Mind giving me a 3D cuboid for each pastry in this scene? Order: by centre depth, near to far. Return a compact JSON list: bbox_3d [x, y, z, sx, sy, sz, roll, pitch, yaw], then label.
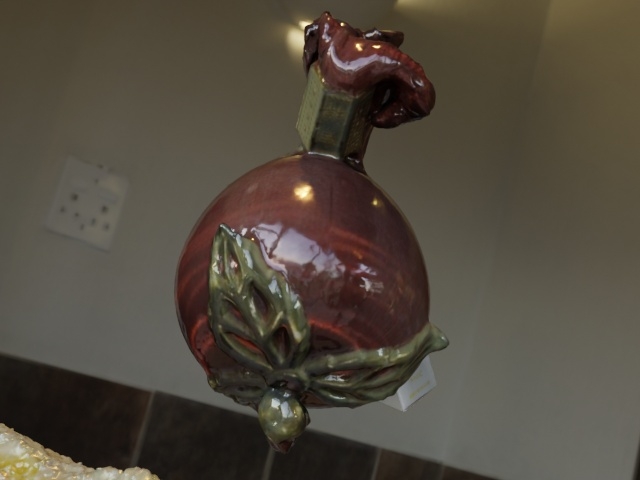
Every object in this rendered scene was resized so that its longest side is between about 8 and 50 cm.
[{"bbox_3d":[-0.230,0.222,0.784,0.258,0.122,0.089,9,-12,23],"label":"pastry"}]

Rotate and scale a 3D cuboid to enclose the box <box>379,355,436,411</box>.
[{"bbox_3d":[0.039,0.080,1.138,0.155,0.067,0.243,15,-48,51],"label":"box"}]

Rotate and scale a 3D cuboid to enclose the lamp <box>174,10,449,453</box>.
[{"bbox_3d":[-0.011,0.001,0.551,0.151,0.223,0.215,0,-36,-20],"label":"lamp"}]
